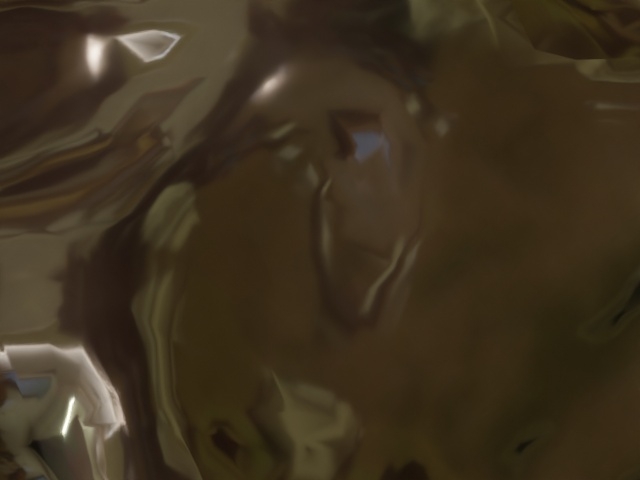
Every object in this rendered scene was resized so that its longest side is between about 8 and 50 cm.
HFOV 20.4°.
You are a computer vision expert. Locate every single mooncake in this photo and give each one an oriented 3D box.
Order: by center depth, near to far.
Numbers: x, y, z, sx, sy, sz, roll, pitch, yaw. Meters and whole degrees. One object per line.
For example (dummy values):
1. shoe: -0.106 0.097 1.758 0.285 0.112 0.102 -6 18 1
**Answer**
1. mooncake: 0.000 0.000 0.484 0.381 0.350 0.212 -40 -34 -27
